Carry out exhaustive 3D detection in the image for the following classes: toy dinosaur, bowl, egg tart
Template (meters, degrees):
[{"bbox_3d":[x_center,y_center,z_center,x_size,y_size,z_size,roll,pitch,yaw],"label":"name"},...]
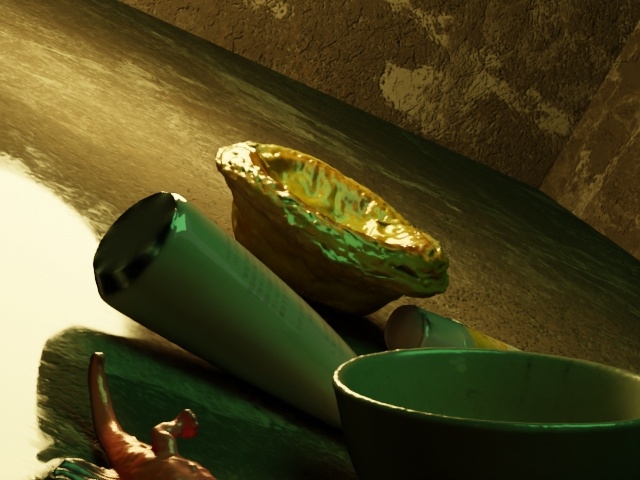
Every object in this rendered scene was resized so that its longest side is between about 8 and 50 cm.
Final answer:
[{"bbox_3d":[-0.140,0.163,1.269,0.139,0.070,0.286,-8,31,-37],"label":"toy dinosaur"},{"bbox_3d":[0.149,0.187,1.541,0.289,0.146,0.289,4,9,-1],"label":"bowl"},{"bbox_3d":[0.000,0.000,2.192,0.319,0.128,0.319,27,13,-7],"label":"egg tart"}]

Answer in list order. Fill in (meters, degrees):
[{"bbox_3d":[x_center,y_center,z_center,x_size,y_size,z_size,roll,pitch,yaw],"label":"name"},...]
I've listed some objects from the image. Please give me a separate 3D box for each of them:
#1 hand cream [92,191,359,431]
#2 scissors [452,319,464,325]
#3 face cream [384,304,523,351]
[{"bbox_3d":[-0.048,0.092,1.720,0.359,0.118,0.185,37,2,-26],"label":"hand cream"},{"bbox_3d":[0.238,0.165,2.326,0.204,0.027,0.101,36,9,22],"label":"scissors"},{"bbox_3d":[0.204,0.155,2.158,0.269,0.073,0.107,24,9,-24],"label":"face cream"}]
